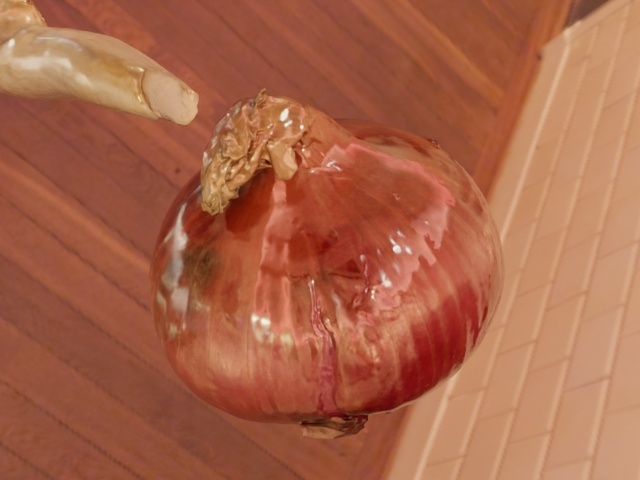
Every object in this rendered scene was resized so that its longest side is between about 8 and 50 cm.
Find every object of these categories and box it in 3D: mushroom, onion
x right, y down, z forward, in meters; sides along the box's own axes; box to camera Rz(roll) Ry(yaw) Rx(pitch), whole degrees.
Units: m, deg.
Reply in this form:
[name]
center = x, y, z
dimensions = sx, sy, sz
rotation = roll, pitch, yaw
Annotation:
[mushroom]
center = -0.128, -0.090, 0.476
dimensions = 0.059, 0.202, 0.054
rotation = -2, 108, -41
[onion]
center = -0.006, 0.028, 0.913
dimensions = 0.354, 0.353, 0.353
rotation = 17, 59, -31
